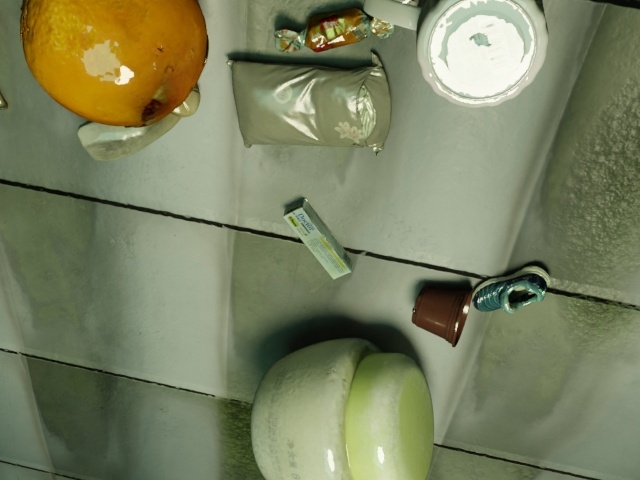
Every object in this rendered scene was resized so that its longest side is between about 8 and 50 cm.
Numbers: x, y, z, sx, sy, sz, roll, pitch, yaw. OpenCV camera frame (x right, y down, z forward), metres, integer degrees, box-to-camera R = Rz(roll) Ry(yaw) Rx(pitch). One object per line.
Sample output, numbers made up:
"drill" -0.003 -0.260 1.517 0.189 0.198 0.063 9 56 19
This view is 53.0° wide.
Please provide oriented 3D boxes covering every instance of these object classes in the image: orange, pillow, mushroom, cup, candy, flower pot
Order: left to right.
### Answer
"orange" -0.278 -0.275 0.881 0.246 0.246 0.246 6 127 8
"mushroom" -0.291 -0.197 1.048 0.223 0.081 0.092 -19 140 21
"pillow" -0.017 -0.202 0.996 0.254 0.059 0.169 3 129 10
"candy" 0.015 -0.299 0.923 0.181 0.046 0.053 -6 126 14
"flower pot" 0.218 0.129 1.170 0.089 0.111 0.111 16 129 19
"cup" 0.175 -0.266 0.815 0.221 0.202 0.167 -12 120 19

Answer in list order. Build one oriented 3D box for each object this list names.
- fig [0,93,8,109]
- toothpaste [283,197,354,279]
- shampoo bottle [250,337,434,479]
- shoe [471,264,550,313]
"fig" -0.594 -0.290 1.010 0.160 0.143 0.231 36 140 24
"toothpaste" 0.000 0.000 1.155 0.046 0.034 0.164 -25 117 28
"shampoo bottle" 0.038 0.350 1.225 0.317 0.322 0.323 -8 124 24
"shoe" 0.335 0.097 1.131 0.142 0.071 0.064 -24 117 32
